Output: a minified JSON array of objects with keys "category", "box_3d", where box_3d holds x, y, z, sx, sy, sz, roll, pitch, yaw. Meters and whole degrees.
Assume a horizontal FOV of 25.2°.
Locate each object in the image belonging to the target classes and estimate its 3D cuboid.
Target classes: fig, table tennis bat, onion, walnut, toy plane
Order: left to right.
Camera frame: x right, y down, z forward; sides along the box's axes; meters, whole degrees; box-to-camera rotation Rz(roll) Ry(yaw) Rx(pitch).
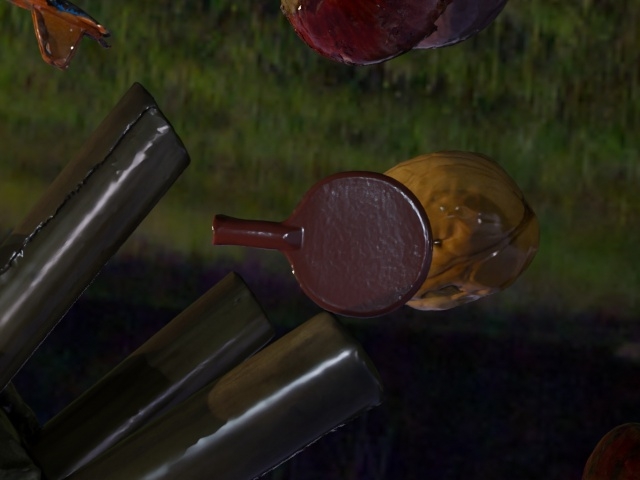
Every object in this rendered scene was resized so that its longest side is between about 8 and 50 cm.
[{"category":"toy plane","box_3d":[-0.233,-0.197,1.047,0.188,0.062,0.135,39,173,-3]},{"category":"table tennis bat","box_3d":[0.000,0.000,0.957,0.155,0.098,0.019,6,-175,17]},{"category":"onion","box_3d":[0.029,-0.239,1.183,0.184,0.184,0.147,-1,175,32]},{"category":"walnut","box_3d":[0.106,-0.008,1.292,0.180,0.144,0.144,-27,154,33]},{"category":"fig","box_3d":[0.317,0.260,1.390,0.149,0.202,0.148,46,168,-3]}]

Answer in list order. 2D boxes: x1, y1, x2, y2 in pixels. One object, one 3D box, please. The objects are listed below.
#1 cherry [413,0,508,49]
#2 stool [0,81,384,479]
[{"category":"cherry","box_3d":[0.094,-0.305,1.472,0.236,0.285,0.213,34,151,11]},{"category":"stool","box_3d":[-0.099,0.118,0.869,0.226,0.310,0.310,-33,144,-9]}]
